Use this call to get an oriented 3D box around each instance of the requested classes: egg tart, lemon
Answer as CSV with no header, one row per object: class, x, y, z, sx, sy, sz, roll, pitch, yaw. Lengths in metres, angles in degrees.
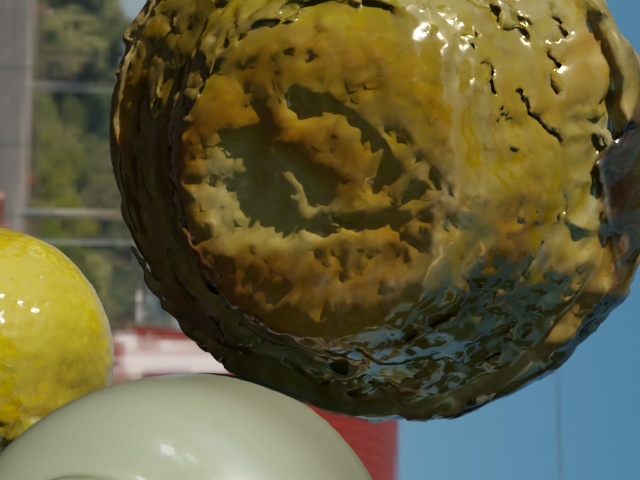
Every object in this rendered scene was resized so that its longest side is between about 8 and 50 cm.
egg tart,0.030,-0.062,1.230,0.178,0.443,0.443,-37,131,-71
lemon,-0.390,0.132,1.846,0.336,0.336,0.336,-179,-90,-81

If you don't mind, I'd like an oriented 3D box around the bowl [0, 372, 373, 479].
bowl,-0.131,0.257,1.129,0.185,0.353,0.354,26,60,-64
